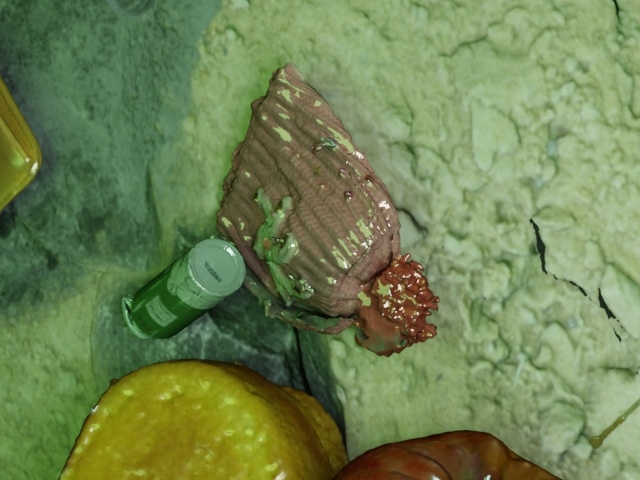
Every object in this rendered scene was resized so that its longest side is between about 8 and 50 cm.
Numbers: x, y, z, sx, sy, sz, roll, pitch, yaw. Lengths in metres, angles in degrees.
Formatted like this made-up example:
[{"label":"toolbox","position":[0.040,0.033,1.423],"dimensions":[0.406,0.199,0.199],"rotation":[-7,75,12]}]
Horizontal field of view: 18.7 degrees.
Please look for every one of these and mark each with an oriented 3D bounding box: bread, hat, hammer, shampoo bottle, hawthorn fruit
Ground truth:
[{"label":"bread","position":[-0.120,0.263,1.871],"dimensions":[0.312,0.172,0.312],"rotation":[-6,71,18]},{"label":"hat","position":[0.000,0.000,1.826],"dimensions":[0.286,0.107,0.236],"rotation":[48,137,25]},{"label":"hammer","position":[0.280,0.146,1.719],"dimensions":[0.123,0.014,0.029],"rotation":[-50,62,33]},{"label":"shampoo bottle","position":[-0.144,0.054,1.937],"dimensions":[0.204,0.065,0.065],"rotation":[-35,77,57]},{"label":"hawthorn fruit","position":[0.110,0.326,1.723],"dimensions":[0.277,0.277,0.298],"rotation":[39,127,23]}]

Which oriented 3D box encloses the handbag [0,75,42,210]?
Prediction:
[{"label":"handbag","position":[-0.492,-0.086,2.145],"dimensions":[0.401,0.133,0.283],"rotation":[-42,69,32]}]
